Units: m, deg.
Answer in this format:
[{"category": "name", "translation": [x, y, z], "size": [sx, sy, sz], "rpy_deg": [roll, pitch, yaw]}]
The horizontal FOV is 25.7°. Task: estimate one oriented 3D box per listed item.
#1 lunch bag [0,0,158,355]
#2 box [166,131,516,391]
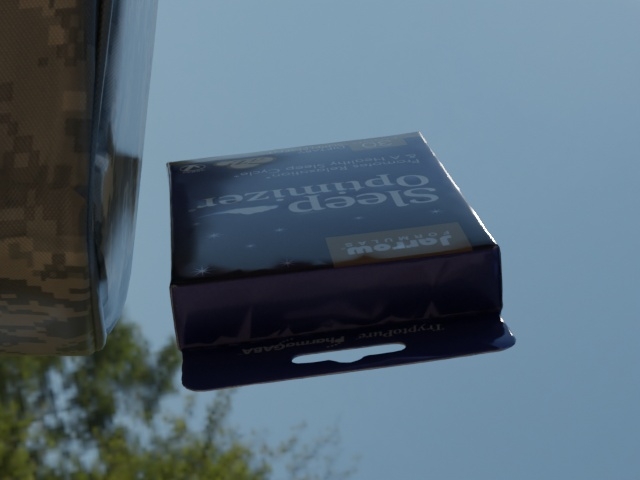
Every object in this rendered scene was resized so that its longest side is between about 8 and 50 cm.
[{"category": "lunch bag", "translation": [-0.196, -0.105, 0.548], "size": [0.212, 0.256, 0.305], "rpy_deg": [107, -14, -76]}, {"category": "box", "translation": [0.000, 0.000, 0.637], "size": [0.225, 0.136, 0.036], "rpy_deg": [-109, -168, -69]}]
